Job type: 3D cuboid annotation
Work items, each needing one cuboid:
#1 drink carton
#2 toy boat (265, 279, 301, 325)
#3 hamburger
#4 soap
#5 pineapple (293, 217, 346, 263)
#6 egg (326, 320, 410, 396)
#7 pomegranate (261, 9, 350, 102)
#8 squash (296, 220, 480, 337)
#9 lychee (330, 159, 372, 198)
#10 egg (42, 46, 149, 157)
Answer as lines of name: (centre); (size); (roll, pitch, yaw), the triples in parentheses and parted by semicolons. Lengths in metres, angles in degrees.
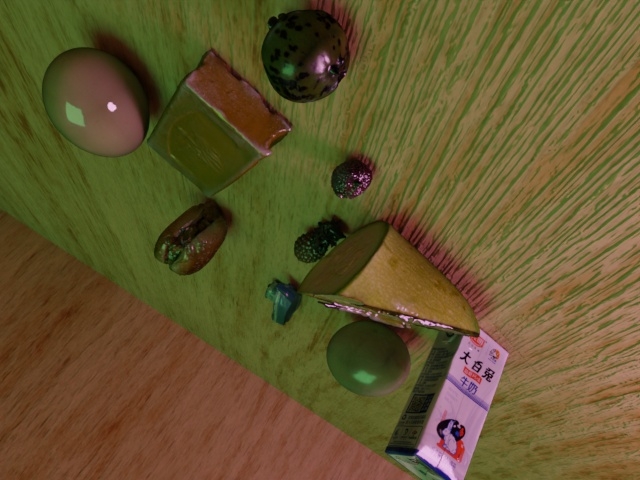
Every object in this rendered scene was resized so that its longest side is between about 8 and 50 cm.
drink carton: (0.267, 0.327, 1.129); (0.130, 0.315, 0.106); (41, 150, -13)
toy boat: (-0.120, 0.170, 1.579); (0.102, 0.088, 0.215); (34, 156, 9)
hamburger: (-0.325, 0.008, 1.424); (0.122, 0.189, 0.215); (41, 143, 3)
soap: (-0.208, -0.202, 1.050); (0.199, 0.091, 0.315); (44, 152, -16)
pineapple: (0.000, 0.000, 1.177); (0.074, 0.074, 0.159); (40, 147, -10)
egg: (0.121, 0.299, 1.399); (0.253, 0.186, 0.186); (8, 144, 51)
pomegranate: (-0.029, -0.255, 0.735); (0.161, 0.122, 0.122); (54, 167, 34)
squash: (0.152, 0.132, 1.059); (0.309, 0.210, 0.233); (47, 159, -14)
lychee: (0.053, -0.103, 0.931); (0.067, 0.068, 0.083); (2, -167, -32)
egg: (-0.439, -0.269, 1.097); (0.186, 0.186, 0.242); (24, 161, 22)
